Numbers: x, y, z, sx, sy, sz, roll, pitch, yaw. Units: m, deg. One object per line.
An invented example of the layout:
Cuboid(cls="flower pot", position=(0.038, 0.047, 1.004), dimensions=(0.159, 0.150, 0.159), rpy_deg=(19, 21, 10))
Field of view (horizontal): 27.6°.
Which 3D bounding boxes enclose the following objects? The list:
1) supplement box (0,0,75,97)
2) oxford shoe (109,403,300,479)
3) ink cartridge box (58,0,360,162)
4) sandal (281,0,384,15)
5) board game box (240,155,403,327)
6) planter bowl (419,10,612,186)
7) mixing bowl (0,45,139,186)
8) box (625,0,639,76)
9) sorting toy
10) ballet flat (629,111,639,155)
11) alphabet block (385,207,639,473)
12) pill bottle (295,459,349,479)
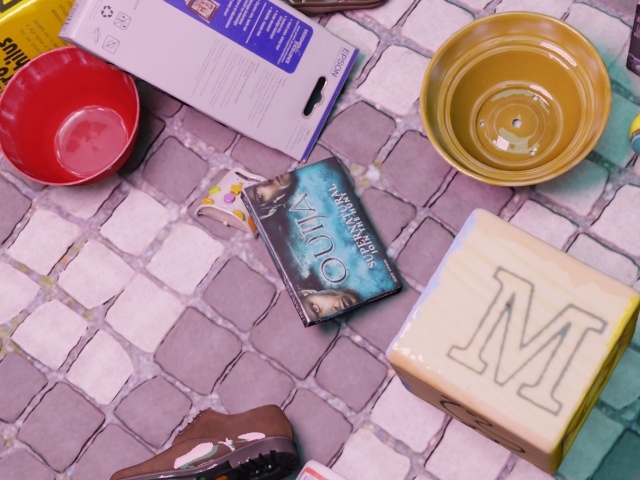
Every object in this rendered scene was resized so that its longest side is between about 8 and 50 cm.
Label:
Cuboid(cls="supplement box", position=(-0.391, -0.307, 1.626), dimensions=(0.356, 0.195, 0.194), rpy_deg=(-33, 70, -1))
Cuboid(cls="oxford shoe", position=(-0.138, 0.245, 1.480), dimensions=(0.227, 0.083, 0.096), rpy_deg=(-17, 52, 4))
Cuboid(cls="ink cartridge box", position=(-0.126, -0.234, 1.544), dimensions=(0.333, 0.065, 0.165), rpy_deg=(28, 87, -28))
Cuboid(cls="sandal", position=(-0.021, -0.322, 1.643), dimensions=(0.219, 0.060, 0.090), rpy_deg=(1, 72, -5))
Cuboid(cls="board game box", position=(0.000, 0.000, 1.530), dimensions=(0.126, 0.026, 0.186), rpy_deg=(-21, 69, -18))
Cuboid(cls="planter bowl", position=(0.228, -0.152, 1.523), dimensions=(0.217, 0.090, 0.217), rpy_deg=(-3, 73, 9))
Cuboid(cls="mixing bowl", position=(-0.296, -0.138, 1.607), dimensions=(0.181, 0.098, 0.181), rpy_deg=(-3, 73, 10))
Cuboid(cls="box", position=(0.426, -0.264, 1.476), dimensions=(0.077, 0.180, 0.147), rpy_deg=(38, 83, 17))
Cuboid(cls="sorting toy", position=(-0.101, -0.054, 1.583), dimensions=(0.083, 0.045, 0.075), rpy_deg=(21, 58, 15))
Cuboid(cls="ballet flat", position=(0.469, -0.109, 1.481), dimensions=(0.231, 0.077, 0.077), rpy_deg=(20, 61, 17))
Cuboid(cls="alphabet block", position=(0.210, 0.111, 1.394), dimensions=(0.197, 0.192, 0.193), rpy_deg=(29, 82, 18))
Cuboid(cls="pill bottle", position=(-0.018, 0.358, 1.390), dimensions=(0.124, 0.124, 0.221), rpy_deg=(30, 81, 17))
